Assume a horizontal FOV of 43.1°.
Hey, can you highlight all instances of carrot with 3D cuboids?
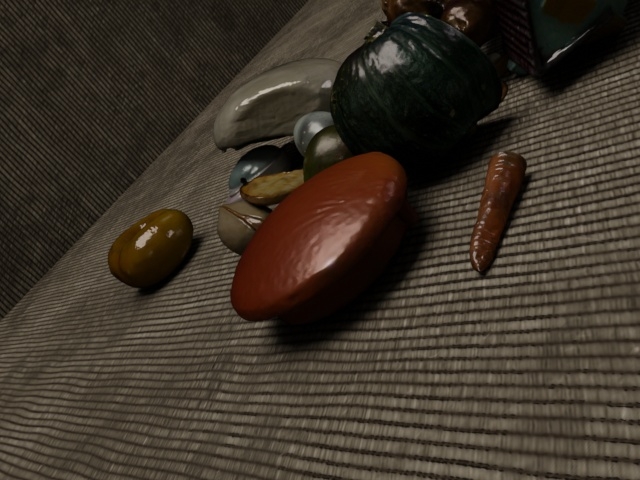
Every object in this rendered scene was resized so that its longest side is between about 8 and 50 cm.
[{"bbox_3d":[0.241,-0.034,1.140,0.057,0.057,0.224,-21,33,44],"label":"carrot"}]

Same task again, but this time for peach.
[{"bbox_3d":[-0.439,0.016,2.121,0.251,0.153,0.251,-33,29,21],"label":"peach"}]

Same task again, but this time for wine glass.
[{"bbox_3d":[0.017,-0.221,1.806,0.126,0.126,0.241,-41,24,0],"label":"wine glass"}]

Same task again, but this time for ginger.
[{"bbox_3d":[0.274,-0.495,1.664,0.254,0.176,0.418,20,35,21],"label":"ginger"}]

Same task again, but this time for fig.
[{"bbox_3d":[0.021,-0.103,1.614,0.151,0.151,0.259,10,77,65],"label":"fig"}]

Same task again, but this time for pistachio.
[{"bbox_3d":[-0.155,-0.029,1.728,0.124,0.124,0.185,-49,23,-20],"label":"pistachio"}]

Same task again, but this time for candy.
[{"bbox_3d":[-0.074,-0.362,2.099,0.386,0.186,0.427,-16,9,27],"label":"candy"}]

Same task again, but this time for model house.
[{"bbox_3d":[0.413,-0.390,1.396,0.280,0.230,0.248,-86,7,-66],"label":"model house"}]

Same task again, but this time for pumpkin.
[{"bbox_3d":[0.137,-0.238,1.423,0.197,0.263,0.293,-50,9,-29],"label":"pumpkin"}]

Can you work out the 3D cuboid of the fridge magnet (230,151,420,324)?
[{"bbox_3d":[0.000,0.000,1.338,0.364,0.155,0.363,-36,21,16],"label":"fridge magnet"}]

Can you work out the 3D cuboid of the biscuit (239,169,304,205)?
[{"bbox_3d":[-0.080,-0.118,1.761,0.203,0.041,0.260,1,18,17],"label":"biscuit"}]

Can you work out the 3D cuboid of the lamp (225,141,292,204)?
[{"bbox_3d":[-0.169,-0.162,2.056,0.179,0.108,0.246,-30,23,40],"label":"lamp"}]

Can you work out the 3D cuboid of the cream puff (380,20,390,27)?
[{"bbox_3d":[0.217,-0.472,1.902,0.183,0.169,0.183,-34,22,16],"label":"cream puff"}]

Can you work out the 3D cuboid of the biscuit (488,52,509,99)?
[{"bbox_3d":[0.280,-0.310,1.635,0.216,0.047,0.339,-38,20,12],"label":"biscuit"}]
